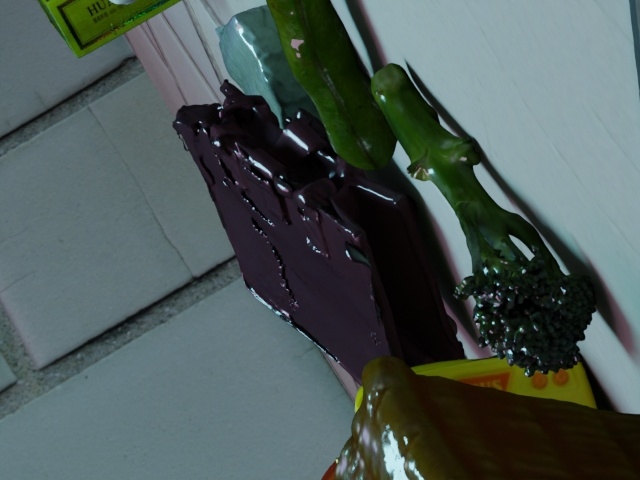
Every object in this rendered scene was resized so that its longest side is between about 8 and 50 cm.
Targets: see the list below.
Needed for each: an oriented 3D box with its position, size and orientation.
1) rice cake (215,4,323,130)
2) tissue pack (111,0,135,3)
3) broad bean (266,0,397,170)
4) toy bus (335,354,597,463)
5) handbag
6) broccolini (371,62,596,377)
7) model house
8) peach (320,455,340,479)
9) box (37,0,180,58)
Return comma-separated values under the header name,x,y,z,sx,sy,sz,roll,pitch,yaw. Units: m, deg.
name,x,y,z,sx,sy,sz,roll,pitch,yaw
rice cake,-0.035,-0.117,1.491,0.127,0.043,0.237,61,175,1
tissue pack,-0.115,-0.225,1.261,0.099,0.106,0.148,60,176,0
broad bean,-0.002,-0.124,1.070,0.052,0.052,0.256,10,147,23
toy bus,0.088,0.145,1.161,0.330,0.144,0.152,109,152,-83
handbag,0.002,-0.002,1.358,0.203,0.074,0.216,35,156,40
broccolini,0.065,-0.017,0.950,0.216,0.058,0.067,56,177,43
model house,0.102,0.172,0.799,0.229,0.219,0.199,48,-162,-34
peach,0.088,0.309,1.729,0.281,0.238,0.281,28,-127,-45
box,-0.186,-0.237,1.737,0.064,0.141,0.220,60,175,-21
